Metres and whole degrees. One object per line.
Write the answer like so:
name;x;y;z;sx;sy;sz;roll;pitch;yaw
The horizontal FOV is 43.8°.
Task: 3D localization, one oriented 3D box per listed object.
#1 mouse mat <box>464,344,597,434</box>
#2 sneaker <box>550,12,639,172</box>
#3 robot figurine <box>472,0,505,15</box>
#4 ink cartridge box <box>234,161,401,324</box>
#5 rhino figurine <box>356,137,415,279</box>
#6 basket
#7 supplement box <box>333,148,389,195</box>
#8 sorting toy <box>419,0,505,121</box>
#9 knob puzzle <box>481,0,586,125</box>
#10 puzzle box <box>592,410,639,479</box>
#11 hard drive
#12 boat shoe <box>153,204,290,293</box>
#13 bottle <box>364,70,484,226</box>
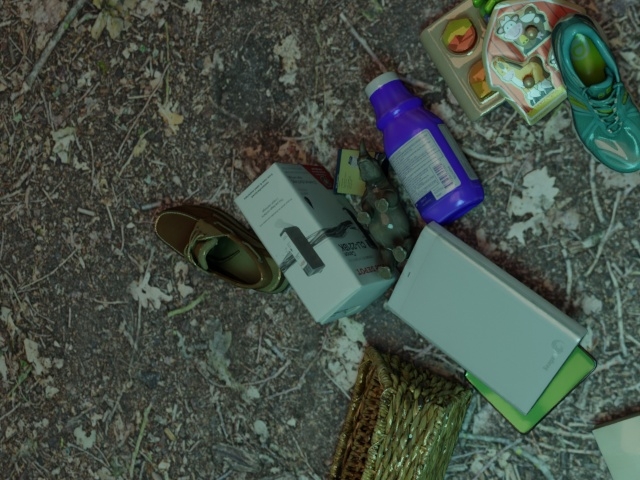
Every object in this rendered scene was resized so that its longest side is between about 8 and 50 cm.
mouse mat;0.358;0.223;1.373;0.152;0.007;0.189;46;112;18
sneaker;0.432;-0.221;1.237;0.107;0.110;0.275;-27;102;18
robot figurine;0.297;-0.431;1.310;0.101;0.067;0.115;36;101;14
ink cartridge box;0.000;0.000;1.438;0.114;0.197;0.272;-40;76;23
rhino figurine;0.106;-0.062;1.391;0.073;0.106;0.243;-14;102;23
basket;0.101;0.366;1.393;0.223;0.213;0.299;21;101;24
supplement box;0.076;-0.125;1.473;0.083;0.056;0.083;10;96;26
sorting toy;0.294;-0.337;1.364;0.208;0.038;0.193;-34;77;24
knob puzzle;0.350;-0.311;1.296;0.213;0.030;0.213;4;113;9
puzzle box;0.658;0.348;1.199;0.409;0.052;0.272;-25;81;26
hard drive;0.270;0.132;1.350;0.308;0.040;0.203;38;131;21
boat shoe;-0.207;0.011;1.587;0.324;0.120;0.122;21;101;25
bottle;0.173;-0.165;1.400;0.118;0.092;0.282;-39;74;36
